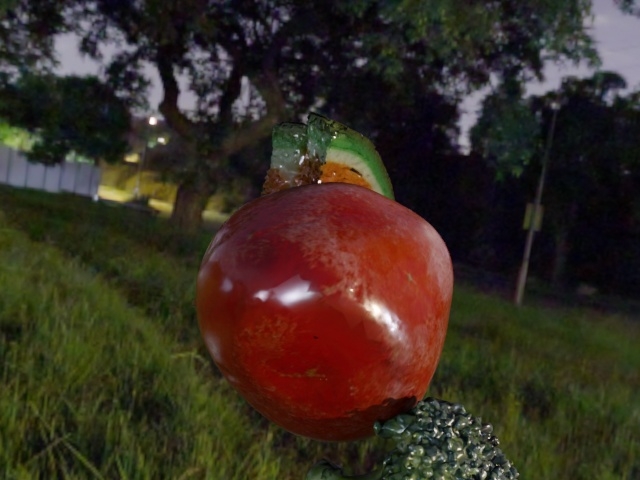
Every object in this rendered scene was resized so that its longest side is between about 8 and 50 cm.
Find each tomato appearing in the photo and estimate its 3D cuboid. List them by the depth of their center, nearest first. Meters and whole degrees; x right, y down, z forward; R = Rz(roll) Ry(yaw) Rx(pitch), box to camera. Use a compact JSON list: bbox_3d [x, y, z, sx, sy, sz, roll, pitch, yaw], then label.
[{"bbox_3d":[0.008,0.038,0.504,0.187,0.187,0.151,5,-17,-34],"label":"tomato"}]

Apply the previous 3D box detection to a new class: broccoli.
[{"bbox_3d":[0.049,0.182,0.466,0.160,0.154,0.167,22,-31,39],"label":"broccoli"}]

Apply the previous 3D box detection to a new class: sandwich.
[{"bbox_3d":[0.003,-0.006,0.693,0.079,0.159,0.235,24,-11,30],"label":"sandwich"}]
